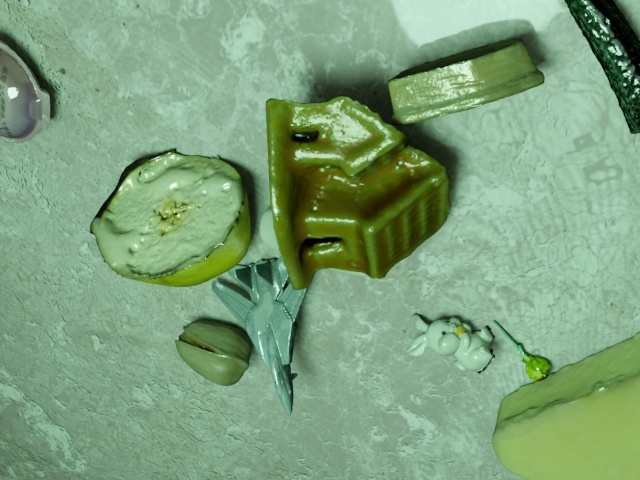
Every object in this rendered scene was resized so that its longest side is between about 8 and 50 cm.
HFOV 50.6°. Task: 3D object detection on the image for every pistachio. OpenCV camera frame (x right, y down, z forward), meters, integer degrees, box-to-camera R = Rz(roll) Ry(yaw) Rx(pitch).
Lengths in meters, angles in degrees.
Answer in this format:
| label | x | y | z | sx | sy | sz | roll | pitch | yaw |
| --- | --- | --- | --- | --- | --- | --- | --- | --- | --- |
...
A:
| label | x | y | z | sx | sy | sz | roll | pitch | yaw |
| --- | --- | --- | --- | --- | --- | --- | --- | --- | --- |
| pistachio | -0.194 | 0.202 | 1.236 | 0.149 | 0.113 | 0.113 | 18 | 124 | 10 |

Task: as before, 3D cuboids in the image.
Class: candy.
| label | x | y | z | sx | sy | sz | roll | pitch | yaw |
| --- | --- | --- | --- | --- | --- | --- | --- | --- | --- |
| candy | 0.314 | 0.170 | 1.064 | 0.123 | 0.035 | 0.035 | 49 | 136 | 2 |

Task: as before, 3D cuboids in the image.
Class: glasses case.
| label | x | y | z | sx | sy | sz | roll | pitch | yaw |
| --- | --- | --- | --- | --- | --- | --- | --- | --- | --- |
| glasses case | 0.000 | 0.000 | 1.074 | 0.204 | 0.051 | 0.081 | 18 | 119 | 12 |

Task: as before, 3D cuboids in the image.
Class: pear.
| label | x | y | z | sx | sy | sz | roll | pitch | yaw |
| --- | --- | --- | --- | --- | --- | --- | --- | --- | --- |
| pear | -0.219 | -0.001 | 1.097 | 0.266 | 0.267 | 0.178 | 4 | 144 | 20 |

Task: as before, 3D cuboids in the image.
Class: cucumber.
| label | x | y | z | sx | sy | sz | roll | pitch | yaw |
| --- | --- | --- | --- | --- | --- | --- | --- | --- | --- |
| cucumber | 0.348 | -0.228 | 0.804 | 0.215 | 0.052 | 0.058 | 56 | 151 | -12 |

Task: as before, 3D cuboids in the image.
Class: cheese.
| label | x | y | z | sx | sy | sz | roll | pitch | yaw |
| --- | --- | --- | --- | --- | --- | --- | --- | --- | --- |
| cheese | -0.572 | -0.263 | 1.142 | 0.285 | 0.074 | 0.189 | 21 | 124 | 14 |
| cheese | 0.499 | 0.326 | 1.028 | 0.383 | 0.104 | 0.384 | 10 | 121 | 16 |

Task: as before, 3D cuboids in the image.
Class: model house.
| label | x | y | z | sx | sy | sz | roll | pitch | yaw |
| --- | --- | --- | --- | --- | --- | --- | --- | --- | --- |
| model house | 0.054 | -0.068 | 0.914 | 0.239 | 0.173 | 0.268 | 0 | 146 | 10 |

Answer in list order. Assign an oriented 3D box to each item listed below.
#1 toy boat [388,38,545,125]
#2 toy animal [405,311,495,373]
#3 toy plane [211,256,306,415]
| label | x | y | z | sx | sy | sz | roll | pitch | yaw |
| --- | --- | --- | --- | --- | --- | --- | --- | --- | --- |
| toy boat | 0.180 | -0.201 | 0.848 | 0.188 | 0.116 | 0.061 | -9 | 107 | 29 |
| toy animal | 0.207 | 0.157 | 1.071 | 0.124 | 0.071 | 0.085 | 26 | 144 | -4 |
| toy plane | -0.072 | 0.160 | 1.155 | 0.212 | 0.088 | 0.267 | -14 | 94 | 29 |
